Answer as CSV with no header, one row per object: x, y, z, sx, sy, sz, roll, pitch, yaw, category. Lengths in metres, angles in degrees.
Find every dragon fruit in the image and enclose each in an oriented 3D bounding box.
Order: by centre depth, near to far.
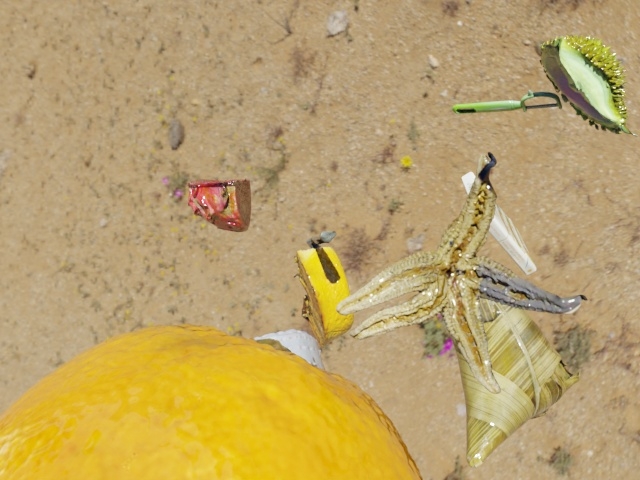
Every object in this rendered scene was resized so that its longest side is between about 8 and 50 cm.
-0.256,-0.099,1.686,0.162,0.262,0.189,-31,92,3,dragon fruit

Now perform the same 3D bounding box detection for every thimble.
-0.062,0.218,1.085,0.127,0.151,0.118,-23,68,19,thimble

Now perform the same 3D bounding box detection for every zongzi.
0.263,0.204,1.091,0.286,0.288,0.134,52,141,15,zongzi

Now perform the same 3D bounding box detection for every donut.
0.013,0.145,1.416,0.259,0.101,0.152,89,160,-48,donut

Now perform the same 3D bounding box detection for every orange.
-0.076,0.201,0.398,0.312,0.312,0.312,4,96,36,orange

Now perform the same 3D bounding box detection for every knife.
0.349,-0.263,1.232,0.212,0.054,0.015,3,64,36,knife

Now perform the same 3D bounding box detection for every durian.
0.475,-0.281,1.123,0.095,0.137,0.221,-38,107,7,durian

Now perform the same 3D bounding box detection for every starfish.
0.086,0.015,0.379,0.132,0.041,0.131,15,93,13,starfish

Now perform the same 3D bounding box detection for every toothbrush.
0.000,0.000,1.302,0.030,0.297,0.031,-28,90,-7,toothbrush

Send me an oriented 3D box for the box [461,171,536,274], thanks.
0.355,-0.030,1.275,0.032,0.220,0.122,-32,42,21,box
